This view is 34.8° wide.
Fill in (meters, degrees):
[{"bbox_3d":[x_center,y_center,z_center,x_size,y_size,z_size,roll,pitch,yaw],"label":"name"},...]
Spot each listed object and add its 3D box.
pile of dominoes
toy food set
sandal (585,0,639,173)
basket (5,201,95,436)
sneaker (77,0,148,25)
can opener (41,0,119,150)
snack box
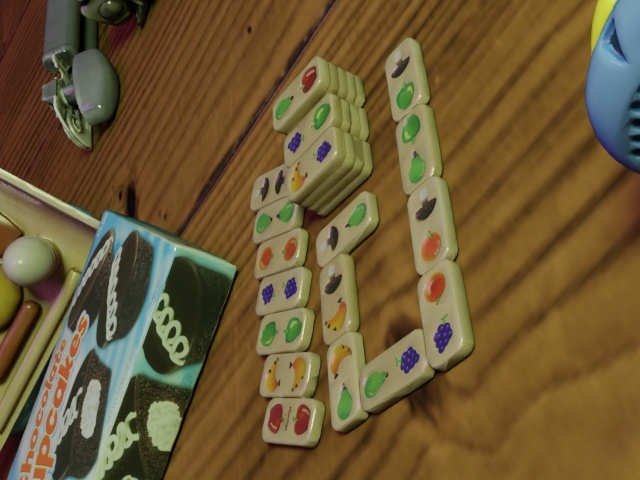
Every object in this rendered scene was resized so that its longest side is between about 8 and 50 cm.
[{"bbox_3d":[0.000,0.000,0.644,0.196,0.040,0.251,-42,39,39],"label":"pile of dominoes"},{"bbox_3d":[-0.369,0.069,0.992,0.306,0.219,0.092,-62,3,1],"label":"toy food set"},{"bbox_3d":[0.203,-0.068,0.276,0.317,0.126,0.138,-23,57,54],"label":"sandal"},{"bbox_3d":[-0.388,0.047,1.123,0.289,0.201,0.255,23,90,33],"label":"basket"},{"bbox_3d":[-0.198,-0.303,1.110,0.227,0.087,0.130,-2,72,62],"label":"sneaker"},{"bbox_3d":[-0.281,-0.223,1.233,0.095,0.076,0.283,-22,46,12],"label":"can opener"},{"bbox_3d":[-0.180,0.145,0.832,0.187,0.060,0.322,19,90,61],"label":"snack box"}]
